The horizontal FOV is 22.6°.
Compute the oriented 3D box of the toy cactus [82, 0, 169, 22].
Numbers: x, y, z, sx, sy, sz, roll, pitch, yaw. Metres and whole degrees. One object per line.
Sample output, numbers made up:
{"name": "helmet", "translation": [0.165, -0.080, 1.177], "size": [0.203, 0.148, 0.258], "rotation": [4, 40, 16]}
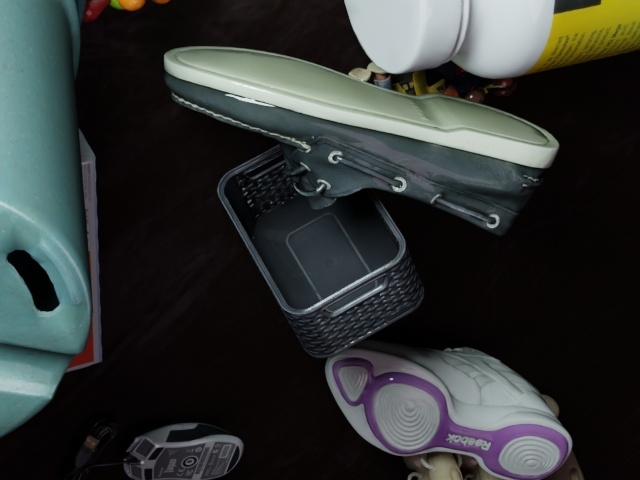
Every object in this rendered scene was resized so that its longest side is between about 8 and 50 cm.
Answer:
{"name": "toy cactus", "translation": [-0.094, -0.257, 1.166], "size": [0.180, 0.112, 0.219], "rotation": [-21, 145, -46]}

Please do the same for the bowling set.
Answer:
{"name": "bowling set", "translation": [0.165, 0.284, 1.961], "size": [0.287, 0.154, 0.200], "rotation": [11, 145, -45]}

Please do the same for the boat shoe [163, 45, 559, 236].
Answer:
{"name": "boat shoe", "translation": [0.025, -0.076, 1.342], "size": [0.340, 0.127, 0.113], "rotation": [10, 112, -18]}

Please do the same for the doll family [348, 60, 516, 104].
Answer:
{"name": "doll family", "translation": [0.110, -0.145, 1.439], "size": [0.193, 0.076, 0.111], "rotation": [-25, 124, -1]}

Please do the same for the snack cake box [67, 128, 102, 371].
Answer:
{"name": "snack cake box", "translation": [-0.270, 0.014, 1.345], "size": [0.152, 0.089, 0.264], "rotation": [-17, 142, -21]}

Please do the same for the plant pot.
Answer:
{"name": "plant pot", "translation": [-0.288, -0.058, 0.990], "size": [0.341, 0.334, 0.341], "rotation": [-11, 138, -10]}

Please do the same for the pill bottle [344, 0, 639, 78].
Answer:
{"name": "pill bottle", "translation": [0.194, -0.235, 1.299], "size": [0.334, 0.188, 0.188], "rotation": [-15, 141, -22]}

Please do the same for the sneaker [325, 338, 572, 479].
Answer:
{"name": "sneaker", "translation": [0.134, 0.177, 1.810], "size": [0.305, 0.152, 0.114], "rotation": [23, 115, -22]}

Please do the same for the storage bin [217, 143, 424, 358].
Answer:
{"name": "storage bin", "translation": [0.000, 0.000, 1.443], "size": [0.122, 0.180, 0.084], "rotation": [-29, 145, -3]}

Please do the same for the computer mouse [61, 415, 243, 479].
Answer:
{"name": "computer mouse", "translation": [-0.175, 0.224, 1.703], "size": [0.193, 0.042, 0.106], "rotation": [2, 128, -30]}
